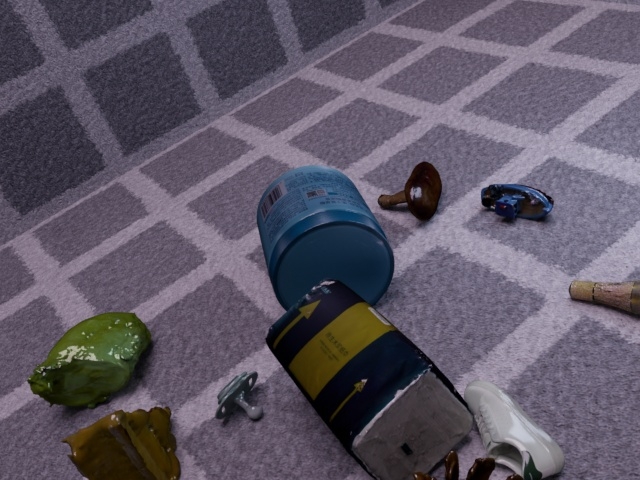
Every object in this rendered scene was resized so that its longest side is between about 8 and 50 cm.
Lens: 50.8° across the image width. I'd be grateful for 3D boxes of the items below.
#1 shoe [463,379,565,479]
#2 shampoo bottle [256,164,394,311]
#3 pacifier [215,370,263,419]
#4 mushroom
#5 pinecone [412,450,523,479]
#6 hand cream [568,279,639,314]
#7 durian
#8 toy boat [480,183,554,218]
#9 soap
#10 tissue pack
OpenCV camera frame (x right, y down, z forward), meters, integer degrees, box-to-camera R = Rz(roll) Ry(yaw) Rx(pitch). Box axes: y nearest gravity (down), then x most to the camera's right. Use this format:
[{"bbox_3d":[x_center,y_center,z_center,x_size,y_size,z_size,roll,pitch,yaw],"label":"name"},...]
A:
[{"bbox_3d":[0.367,0.389,1.379,0.110,0.095,0.265,-20,35,-26],"label":"shoe"},{"bbox_3d":[0.000,0.000,1.882,0.331,0.331,0.343,-21,35,-1],"label":"shampoo bottle"},{"bbox_3d":[-0.190,0.393,1.665,0.116,0.127,0.150,35,53,22],"label":"pacifier"},{"bbox_3d":[0.267,-0.131,2.125,0.217,0.148,0.227,-19,21,35],"label":"mushroom"},{"bbox_3d":[0.282,0.488,1.206,0.202,0.201,0.229,-3,54,-42],"label":"pinecone"},{"bbox_3d":[0.692,0.129,1.601,0.203,0.084,0.084,4,42,41],"label":"hand cream"},{"bbox_3d":[-0.626,0.330,1.893,0.255,0.204,0.340,2,30,7],"label":"durian"},{"bbox_3d":[0.563,-0.110,1.945,0.223,0.100,0.097,16,40,43],"label":"toy boat"},{"bbox_3d":[-0.447,0.426,1.536,0.169,0.339,0.304,-22,37,-5],"label":"soap"},{"bbox_3d":[0.093,0.303,1.484,0.253,0.264,0.416,-43,38,-7],"label":"tissue pack"}]
